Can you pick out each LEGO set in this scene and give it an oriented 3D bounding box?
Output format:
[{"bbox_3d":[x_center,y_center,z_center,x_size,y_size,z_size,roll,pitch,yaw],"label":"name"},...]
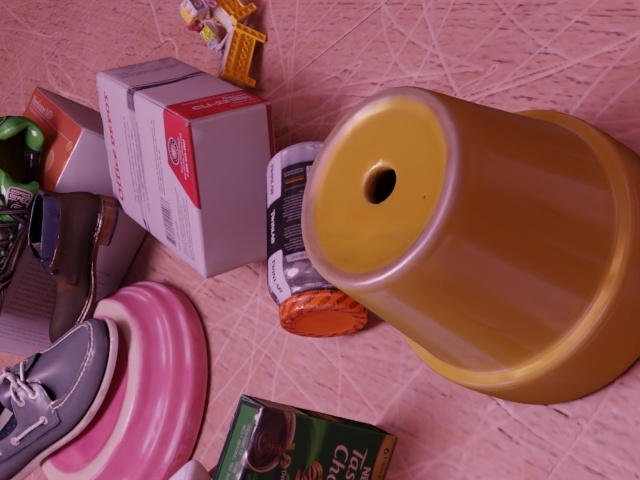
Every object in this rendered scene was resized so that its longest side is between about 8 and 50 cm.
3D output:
[{"bbox_3d":[-0.156,-0.270,1.328,0.107,0.132,0.287,-40,70,53],"label":"LEGO set"}]

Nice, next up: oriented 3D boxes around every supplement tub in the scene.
[{"bbox_3d":[0.000,0.000,1.016,0.117,0.117,0.190,-26,54,39],"label":"supplement tub"}]

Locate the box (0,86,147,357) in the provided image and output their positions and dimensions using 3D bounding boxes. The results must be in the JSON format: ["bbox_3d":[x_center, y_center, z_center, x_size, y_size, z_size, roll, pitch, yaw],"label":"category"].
[{"bbox_3d":[-0.394,-0.021,1.428,0.215,0.168,0.345,36,101,49],"label":"box"}]

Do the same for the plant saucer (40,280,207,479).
[{"bbox_3d":[-0.281,0.208,1.265,0.332,0.084,0.332,-23,57,40],"label":"plant saucer"}]

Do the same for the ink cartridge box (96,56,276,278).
[{"bbox_3d":[-0.167,-0.101,1.188,0.273,0.114,0.197,31,132,49],"label":"ink cartridge box"}]

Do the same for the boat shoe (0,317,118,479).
[{"bbox_3d":[-0.373,0.210,1.224,0.319,0.099,0.116,-46,44,25],"label":"boat shoe"}]

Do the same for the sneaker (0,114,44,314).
[{"bbox_3d":[-0.450,-0.019,1.257,0.146,0.134,0.343,-19,60,40],"label":"sneaker"}]

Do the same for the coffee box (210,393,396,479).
[{"bbox_3d":[-0.014,0.215,0.884,0.040,0.184,0.113,14,82,47],"label":"coffee box"}]

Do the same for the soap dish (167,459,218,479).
[{"bbox_3d":[-0.160,0.384,0.951,0.229,0.118,0.291,-46,16,24],"label":"soap dish"}]

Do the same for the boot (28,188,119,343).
[{"bbox_3d":[-0.353,0.035,1.270,0.082,0.106,0.219,17,91,52],"label":"boot"}]

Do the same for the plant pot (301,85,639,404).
[{"bbox_3d":[0.124,-0.009,0.787,0.254,0.239,0.254,-24,56,40],"label":"plant pot"}]
